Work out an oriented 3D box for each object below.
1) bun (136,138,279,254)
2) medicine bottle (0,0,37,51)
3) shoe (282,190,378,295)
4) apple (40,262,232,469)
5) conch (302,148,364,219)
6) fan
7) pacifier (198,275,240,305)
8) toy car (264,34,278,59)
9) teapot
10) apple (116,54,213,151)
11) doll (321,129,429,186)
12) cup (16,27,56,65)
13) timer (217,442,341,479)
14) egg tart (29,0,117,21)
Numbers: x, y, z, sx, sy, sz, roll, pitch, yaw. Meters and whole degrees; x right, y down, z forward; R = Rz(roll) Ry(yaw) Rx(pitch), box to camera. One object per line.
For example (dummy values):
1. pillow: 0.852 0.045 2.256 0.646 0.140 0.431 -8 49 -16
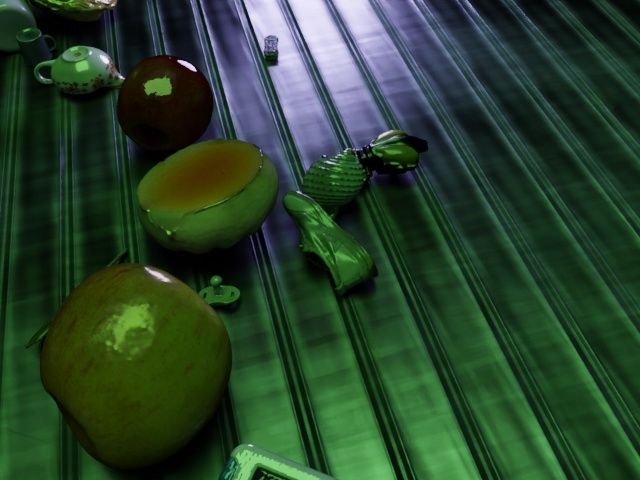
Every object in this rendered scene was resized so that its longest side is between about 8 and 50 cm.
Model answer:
1. bun: -0.226 -0.072 1.343 0.298 0.165 0.299 -11 38 9
2. medicine bottle: -0.920 -0.671 1.870 0.151 0.152 0.255 -22 54 -16
3. shoe: 0.000 0.000 1.321 0.098 0.103 0.275 -38 56 -11
4. apple: -0.297 0.201 1.029 0.299 0.299 0.275 26 59 21
5. conch: 0.020 -0.128 1.396 0.135 0.102 0.153 30 81 30
6. fan: -0.446 0.095 1.221 0.229 0.011 0.335 -36 14 24
7. pacifier: -0.200 0.094 1.267 0.083 0.064 0.068 -1 32 0
8. toy car: -0.139 -0.547 1.828 0.041 0.025 0.093 0 53 -1
9. teapot: -0.647 -0.453 1.723 0.245 0.116 0.159 3 61 11
10. apple: -0.365 -0.320 1.520 0.218 0.218 0.201 6 59 7
11. doll: 0.130 -0.189 1.481 0.248 0.088 0.127 -13 80 -1
12. cup: -0.794 -0.548 1.813 0.078 0.077 0.100 36 59 27
13. timer: -0.048 0.431 0.972 0.253 0.078 0.178 18 51 14
14. egg tart: -0.750 -0.723 1.919 0.278 0.095 0.279 12 35 -9
